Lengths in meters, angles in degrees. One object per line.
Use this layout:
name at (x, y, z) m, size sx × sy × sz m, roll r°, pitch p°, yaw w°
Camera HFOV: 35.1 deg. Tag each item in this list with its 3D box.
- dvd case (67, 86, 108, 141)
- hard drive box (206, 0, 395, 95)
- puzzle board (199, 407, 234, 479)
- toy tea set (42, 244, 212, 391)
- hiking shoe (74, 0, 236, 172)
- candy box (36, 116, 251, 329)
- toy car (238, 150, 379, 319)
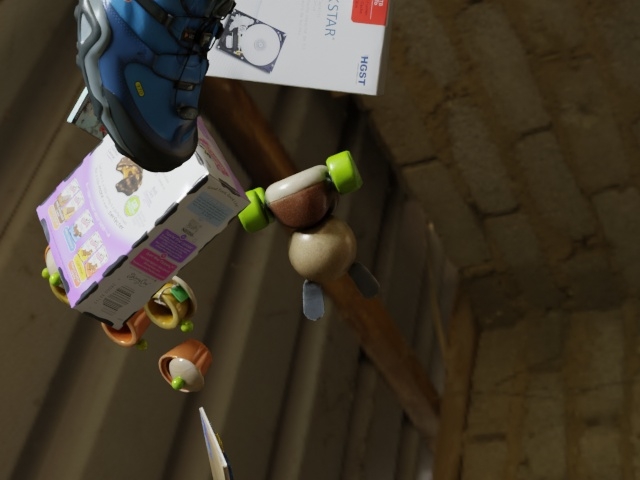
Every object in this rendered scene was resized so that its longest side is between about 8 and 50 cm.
dvd case at (-0.300, -0.183, 1.457) m, size 0.119 × 0.013 × 0.087 m, roll 33°, pitch -96°, yaw -50°
hard drive box at (-0.023, -0.292, 1.326) m, size 0.089 × 0.232 × 0.181 m, roll -44°, pitch -39°, yaw -77°
puzzle board at (-0.103, 0.252, 1.069) m, size 0.096 × 0.011 × 0.128 m, roll -125°, pitch 25°, yaw -54°
toy tea set at (-0.312, 0.117, 1.579) m, size 0.124 × 0.336 × 0.200 m, roll -47°, pitch -13°, yaw -45°
hiking shoe at (-0.115, -0.202, 0.805) m, size 0.113 × 0.132 × 0.304 m, roll -16°, pitch -70°, yaw -56°
candy box at (-0.186, -0.036, 1.037) m, size 0.070 × 0.196 × 0.165 m, roll 35°, pitch -163°, yaw -46°
toy car at (0.000, 0.000, 1.302) m, size 0.149 × 0.155 × 0.188 m, roll -54°, pitch -58°, yaw -83°
